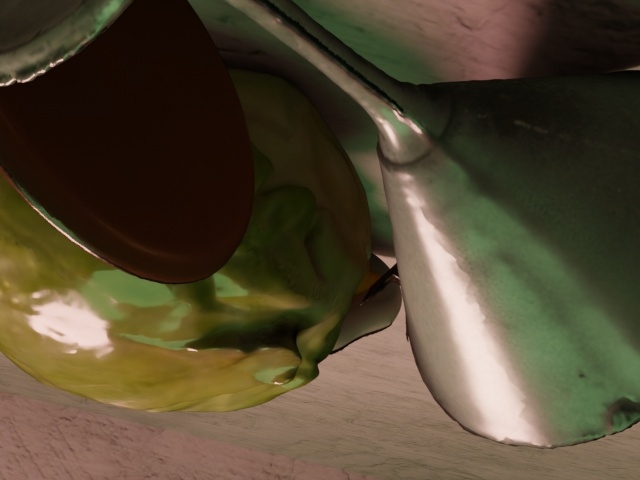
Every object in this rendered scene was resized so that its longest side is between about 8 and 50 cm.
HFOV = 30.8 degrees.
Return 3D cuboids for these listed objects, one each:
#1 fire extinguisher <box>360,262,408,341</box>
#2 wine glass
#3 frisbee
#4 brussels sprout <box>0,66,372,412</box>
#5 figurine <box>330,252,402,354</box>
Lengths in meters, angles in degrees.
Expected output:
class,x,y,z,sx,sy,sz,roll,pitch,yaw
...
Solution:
class,x,y,z,sx,sy,sz,roll,pitch,yaw
fire extinguisher,0.167,0.047,1.083,0.252,0.106,0.075,10,134,0
wine glass,0.033,-0.078,0.616,0.267,0.267,0.406,-8,148,44
frisbee,-0.116,-0.092,0.650,0.021,0.251,0.251,-26,145,27
brussels sprout,-0.134,-0.002,0.898,0.328,0.247,0.328,-2,148,-1
figurine,0.000,0.000,1.096,0.250,0.166,0.141,-5,136,-42
